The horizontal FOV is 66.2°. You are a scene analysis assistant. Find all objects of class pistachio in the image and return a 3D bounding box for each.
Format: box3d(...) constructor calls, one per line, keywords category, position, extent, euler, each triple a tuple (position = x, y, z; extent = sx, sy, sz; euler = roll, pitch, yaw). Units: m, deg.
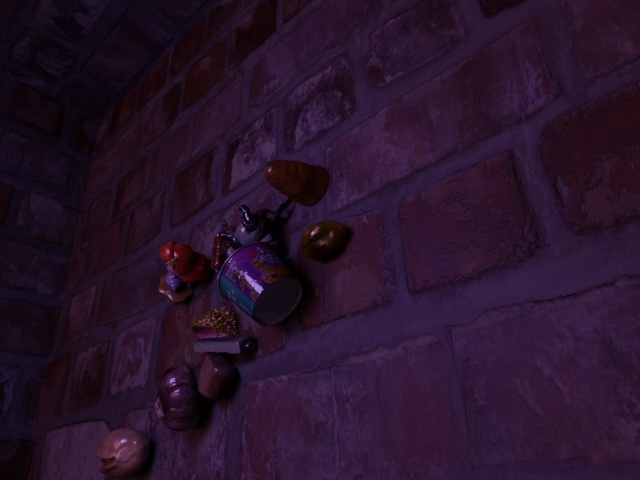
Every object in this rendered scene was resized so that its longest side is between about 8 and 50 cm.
box3d(category="pistachio", position=(-0.001, -0.003, 1.603), extent=(0.189, 0.110, 0.100), euler=(-24, 24, 38))
box3d(category="pistachio", position=(-0.791, 0.845, 1.968), extent=(0.299, 0.188, 0.187), euler=(-26, 54, 43))

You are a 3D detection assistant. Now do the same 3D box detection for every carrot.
box3d(category="carrot", position=(-0.105, -0.226, 1.737), extent=(0.159, 0.225, 0.159), euler=(-23, 58, 43))

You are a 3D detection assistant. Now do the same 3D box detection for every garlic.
box3d(category="garlic", position=(-0.526, 0.575, 1.785), extent=(0.245, 0.161, 0.244), euler=(172, 90, -76))

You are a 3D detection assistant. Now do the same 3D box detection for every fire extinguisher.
box3d(category="fire extinguisher", position=(-0.238, -0.054, 1.887), extent=(0.344, 0.102, 0.138), euler=(-35, 15, 30))

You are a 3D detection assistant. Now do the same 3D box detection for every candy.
box3d(category="candy", position=(-0.402, 0.049, 2.009), extent=(0.059, 0.086, 0.292), euler=(-13, 62, 33))

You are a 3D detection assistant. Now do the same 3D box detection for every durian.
box3d(category="durian", position=(-0.404, 0.326, 1.862), extent=(0.182, 0.165, 0.132), euler=(-8, 96, 68))

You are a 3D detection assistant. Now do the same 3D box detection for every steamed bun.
box3d(category="steamed bun", position=(-0.374, 0.489, 1.755), extent=(0.175, 0.106, 0.144), euler=(28, 98, 62))

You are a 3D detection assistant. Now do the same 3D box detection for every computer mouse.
box3d(category="computer mouse", position=(-0.235, 0.076, 1.787), extent=(0.236, 0.082, 0.145), euler=(-58, 2, 9))

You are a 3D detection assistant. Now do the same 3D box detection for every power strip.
box3d(category="power strip", position=(-0.357, 0.377, 1.771), extent=(0.286, 0.080, 0.048), euler=(-10, 90, 34))

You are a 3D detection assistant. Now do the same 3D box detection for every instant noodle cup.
box3d(category="instant noodle cup", position=(-0.189, 0.155, 1.635), extent=(0.190, 0.251, 0.251), euler=(39, 100, 39))

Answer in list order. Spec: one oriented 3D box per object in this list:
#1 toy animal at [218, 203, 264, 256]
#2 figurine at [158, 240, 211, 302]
box3d(category="toy animal", position=(-0.286, -0.018, 1.789), extent=(0.121, 0.094, 0.225), euler=(49, 115, 16))
box3d(category="figurine", position=(-0.572, 0.117, 2.054), extent=(0.181, 0.208, 0.257), euler=(-48, -10, -45))
